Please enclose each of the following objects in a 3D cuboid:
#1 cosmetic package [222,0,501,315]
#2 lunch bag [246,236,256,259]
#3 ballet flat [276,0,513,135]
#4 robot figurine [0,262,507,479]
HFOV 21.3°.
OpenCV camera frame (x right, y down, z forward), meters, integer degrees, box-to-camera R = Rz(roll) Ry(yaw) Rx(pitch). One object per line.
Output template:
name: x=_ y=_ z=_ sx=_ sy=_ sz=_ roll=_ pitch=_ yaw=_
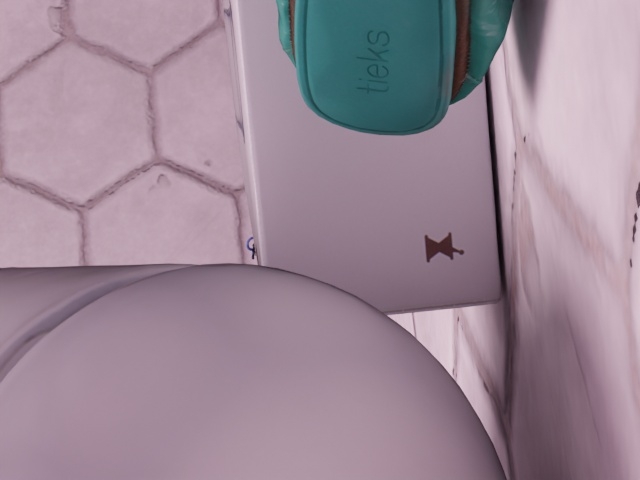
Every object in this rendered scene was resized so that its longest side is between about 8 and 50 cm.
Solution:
cosmetic package: x=-0.002 y=-0.177 z=0.716 sx=0.284 sy=0.097 sz=0.377 roll=-124 pitch=28 yaw=-80
lunch bag: x=0.000 y=0.000 z=1.111 sx=0.065 sy=0.098 sz=0.067 roll=-103 pitch=12 yaw=-56
ballet flat: x=0.021 y=-0.116 z=0.437 sx=0.247 sy=0.083 sz=0.087 roll=94 pitch=-175 yaw=-68
robot figurine: x=-0.074 y=0.108 z=0.573 sx=0.353 sy=0.300 sz=0.199 roll=-2 pitch=88 yaw=53
